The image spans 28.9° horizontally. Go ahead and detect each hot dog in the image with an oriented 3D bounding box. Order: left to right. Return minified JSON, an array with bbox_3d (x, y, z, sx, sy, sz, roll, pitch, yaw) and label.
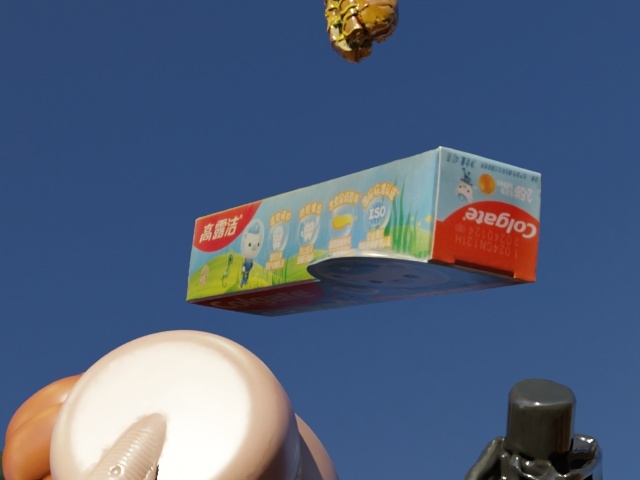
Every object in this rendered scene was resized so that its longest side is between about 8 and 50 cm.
[{"bbox_3d":[0.031,-0.229,1.077,0.045,0.165,0.071,16,-40,-30],"label":"hot dog"}]

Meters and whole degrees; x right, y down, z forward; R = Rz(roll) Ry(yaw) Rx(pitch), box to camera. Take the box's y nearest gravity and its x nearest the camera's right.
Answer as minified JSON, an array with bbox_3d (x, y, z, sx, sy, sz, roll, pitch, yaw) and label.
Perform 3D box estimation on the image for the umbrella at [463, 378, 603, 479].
[{"bbox_3d":[0.132,0.215,0.768,0.122,0.110,0.272,-7,-74,-23],"label":"umbrella"}]

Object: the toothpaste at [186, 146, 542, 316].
[{"bbox_3d":[0.000,0.000,0.513,0.070,0.044,0.193,12,-13,-30],"label":"toothpaste"}]

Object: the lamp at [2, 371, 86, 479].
[{"bbox_3d":[-0.243,0.232,1.348,0.164,0.187,0.187,-34,-52,18],"label":"lamp"}]

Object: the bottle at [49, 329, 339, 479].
[{"bbox_3d":[-0.071,0.198,0.776,0.173,0.206,0.297,18,-34,23],"label":"bottle"}]

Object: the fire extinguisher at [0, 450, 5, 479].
[{"bbox_3d":[-0.446,0.259,1.469,0.294,0.118,0.093,44,-112,-30],"label":"fire extinguisher"}]
